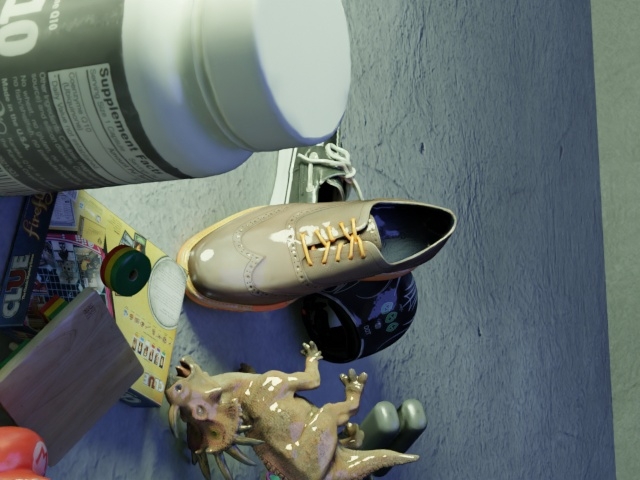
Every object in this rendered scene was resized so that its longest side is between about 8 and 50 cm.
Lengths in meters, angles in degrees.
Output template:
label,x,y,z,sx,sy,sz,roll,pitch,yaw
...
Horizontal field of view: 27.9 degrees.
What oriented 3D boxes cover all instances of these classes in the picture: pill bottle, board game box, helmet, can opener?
label,x,y,z,sx,sy,sz,roll,pitch,yaw
pill bottle,-0.169,-0.152,1.147,0.204,0.361,0.204,16,72,-61
board game box,-0.231,0.058,1.343,0.243,0.042,0.165,45,48,-52
helmet,0.053,0.077,1.775,0.161,0.169,0.169,-39,122,-38
can opener,0.055,0.262,1.688,0.076,0.283,0.095,-2,59,-21

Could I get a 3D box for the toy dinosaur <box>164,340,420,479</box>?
label,x,y,z,sx,sy,sz,roll,pitch,yaw
toy dinosaur,-0.044,0.230,1.504,0.200,0.295,0.127,-54,175,-47

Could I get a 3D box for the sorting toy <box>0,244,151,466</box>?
label,x,y,z,sx,sy,sz,roll,pitch,yaw
sorting toy,-0.255,0.131,1.225,0.274,0.046,0.132,-47,140,-23

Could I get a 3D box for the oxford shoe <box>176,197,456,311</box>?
label,x,y,z,sx,sy,sz,roll,pitch,yaw
oxford shoe,0.000,0.000,1.570,0.363,0.132,0.130,-13,83,-31

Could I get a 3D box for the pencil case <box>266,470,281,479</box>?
label,x,y,z,sx,sy,sz,roll,pitch,yaw
pencil case,-0.022,0.356,1.680,0.070,0.064,0.152,-93,167,-67

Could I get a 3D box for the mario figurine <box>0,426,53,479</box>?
label,x,y,z,sx,sy,sz,roll,pitch,yaw
mario figurine,-0.279,0.306,1.051,0.170,0.198,0.321,32,57,-30

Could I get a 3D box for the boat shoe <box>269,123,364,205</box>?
label,x,y,z,sx,sy,sz,roll,pitch,yaw
boat shoe,-0.001,-0.076,1.733,0.113,0.105,0.306,56,40,-44
